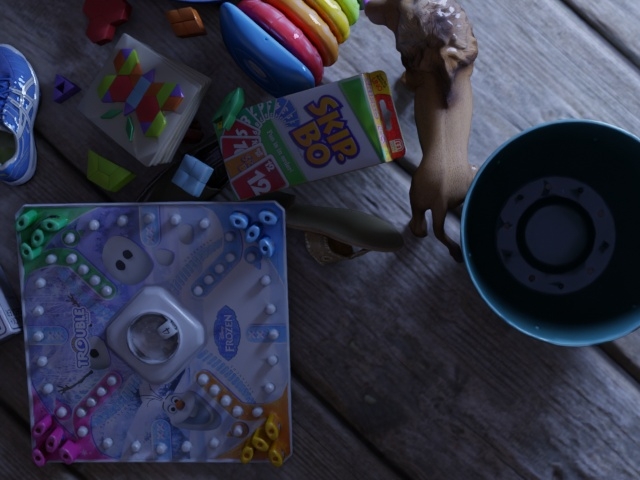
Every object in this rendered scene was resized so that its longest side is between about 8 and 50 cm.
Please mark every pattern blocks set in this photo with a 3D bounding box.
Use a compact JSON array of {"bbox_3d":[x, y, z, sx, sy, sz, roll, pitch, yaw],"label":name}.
[{"bbox_3d":[-0.256,-0.206,1.851,0.325,0.026,0.285,21,91,29],"label":"pattern blocks set"}]

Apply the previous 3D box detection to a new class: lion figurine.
[{"bbox_3d":[0.164,-0.160,1.780,0.142,0.240,0.392,-11,89,4],"label":"lion figurine"}]

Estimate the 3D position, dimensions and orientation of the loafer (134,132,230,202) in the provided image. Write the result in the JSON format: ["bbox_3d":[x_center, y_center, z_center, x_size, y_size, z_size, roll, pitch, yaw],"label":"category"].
[{"bbox_3d":[-0.187,-0.089,1.880,0.251,0.087,0.094,-44,87,2],"label":"loafer"}]

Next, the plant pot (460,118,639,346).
[{"bbox_3d":[0.333,-0.010,1.768,0.293,0.235,0.293,0,90,4],"label":"plant pot"}]

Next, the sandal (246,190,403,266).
[{"bbox_3d":[0.002,-0.003,1.886,0.240,0.088,0.079,18,122,11],"label":"sandal"}]

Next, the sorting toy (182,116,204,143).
[{"bbox_3d":[-0.222,-0.169,1.899,0.102,0.061,0.042,7,77,-22],"label":"sorting toy"}]

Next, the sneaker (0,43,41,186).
[{"bbox_3d":[-0.458,-0.188,1.905,0.080,0.081,0.211,-8,87,6],"label":"sneaker"}]

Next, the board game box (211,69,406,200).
[{"bbox_3d":[-0.017,-0.142,1.772,0.259,0.039,0.124,-14,95,22],"label":"board game box"}]

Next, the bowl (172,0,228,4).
[{"bbox_3d":[-0.167,-0.535,1.890,0.391,0.077,0.391,0,89,4],"label":"bowl"}]

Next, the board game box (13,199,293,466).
[{"bbox_3d":[-0.241,0.141,1.863,0.390,0.050,0.390,-1,101,4],"label":"board game box"}]

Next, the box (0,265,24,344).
[{"bbox_3d":[-0.570,0.042,1.907,0.169,0.087,0.290,-25,88,4],"label":"box"}]

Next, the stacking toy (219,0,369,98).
[{"bbox_3d":[0.007,-0.350,1.851,0.175,0.166,0.302,40,81,6],"label":"stacking toy"}]
